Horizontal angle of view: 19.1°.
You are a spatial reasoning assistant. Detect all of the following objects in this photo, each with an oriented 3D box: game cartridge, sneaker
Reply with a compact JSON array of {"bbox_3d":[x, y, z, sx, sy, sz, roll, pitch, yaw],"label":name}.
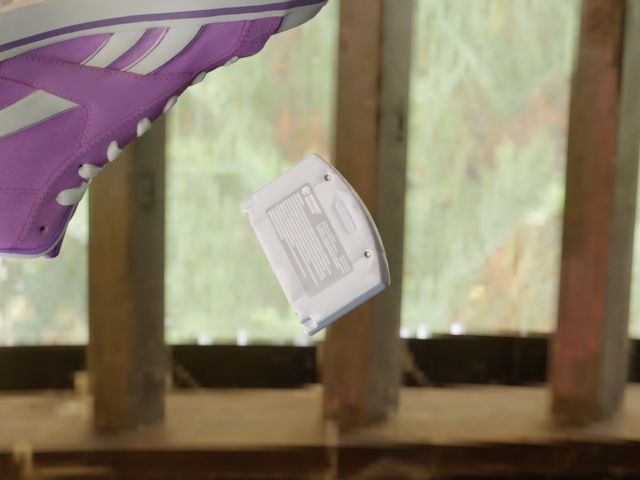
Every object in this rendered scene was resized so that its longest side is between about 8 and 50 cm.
[{"bbox_3d":[0.000,0.000,0.948,0.056,0.083,0.017,-34,151,15],"label":"game cartridge"},{"bbox_3d":[-0.122,-0.079,1.042,0.282,0.161,0.102,-15,-151,-22],"label":"sneaker"}]
